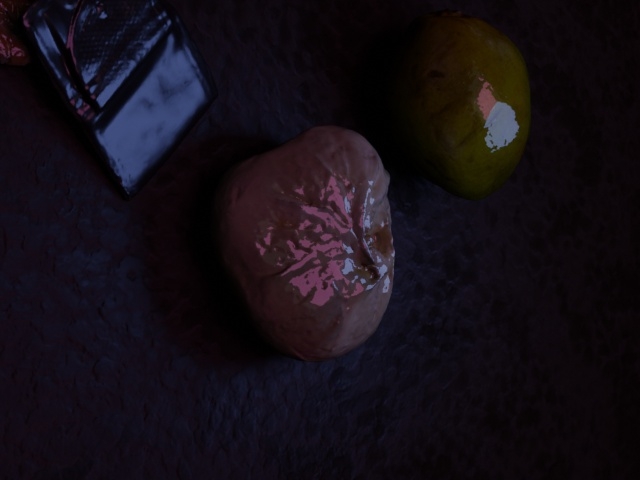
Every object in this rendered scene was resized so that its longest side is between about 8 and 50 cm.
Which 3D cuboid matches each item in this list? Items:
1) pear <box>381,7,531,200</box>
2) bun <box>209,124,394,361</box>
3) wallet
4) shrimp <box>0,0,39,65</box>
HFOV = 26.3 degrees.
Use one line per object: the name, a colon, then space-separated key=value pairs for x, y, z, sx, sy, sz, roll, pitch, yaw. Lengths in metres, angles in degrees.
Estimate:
pear: x=0.229 y=-0.226 z=2.268 sx=0.269 sy=0.269 sz=0.321 roll=-37 pitch=124 yaw=-40
bun: x=0.000 y=0.000 z=2.049 sx=0.361 sy=0.213 sz=0.361 roll=5 pitch=83 yaw=-47
wallet: x=-0.269 y=-0.251 z=1.898 sx=0.247 sy=0.041 sz=0.323 roll=-54 pitch=136 yaw=-31
shrimp: x=-0.383 y=-0.280 z=1.824 sx=0.180 sy=0.041 sz=0.099 roll=-9 pitch=79 yaw=-43
